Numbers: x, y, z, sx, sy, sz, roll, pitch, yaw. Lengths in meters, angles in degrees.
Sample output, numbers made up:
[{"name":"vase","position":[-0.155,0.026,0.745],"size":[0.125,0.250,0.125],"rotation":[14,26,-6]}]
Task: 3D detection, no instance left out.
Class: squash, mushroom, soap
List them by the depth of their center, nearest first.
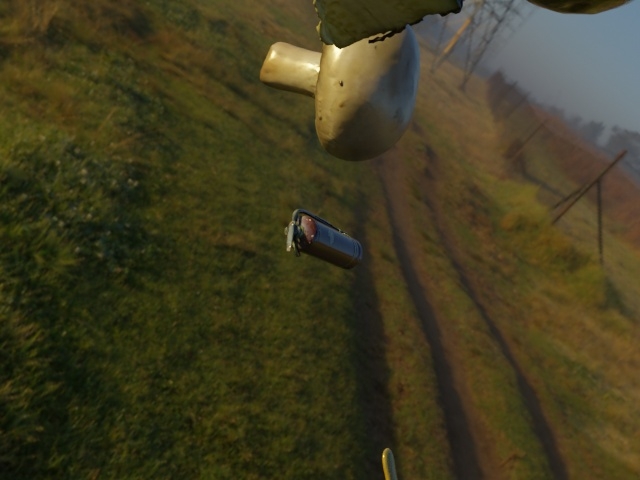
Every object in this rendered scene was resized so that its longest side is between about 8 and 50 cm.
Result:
[{"name":"squash","position":[0.000,-0.287,0.614],"size":[0.252,0.093,0.169],"rotation":[39,-26,-30]},{"name":"mushroom","position":[0.024,-0.214,0.971],"size":[0.215,0.207,0.207],"rotation":[16,11,16]},{"name":"soap","position":[0.099,0.333,1.020],"size":[0.034,0.012,0.089],"rotation":[-12,91,-64]}]

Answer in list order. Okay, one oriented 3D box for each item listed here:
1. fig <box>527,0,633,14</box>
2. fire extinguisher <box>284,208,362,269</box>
[{"name":"fig","position":[0.296,-0.351,0.782],"size":[0.271,0.239,0.239],"rotation":[9,36,-50]},{"name":"fire extinguisher","position":[0.000,0.000,0.890],"size":[0.158,0.043,0.064],"rotation":[25,57,-59]}]
